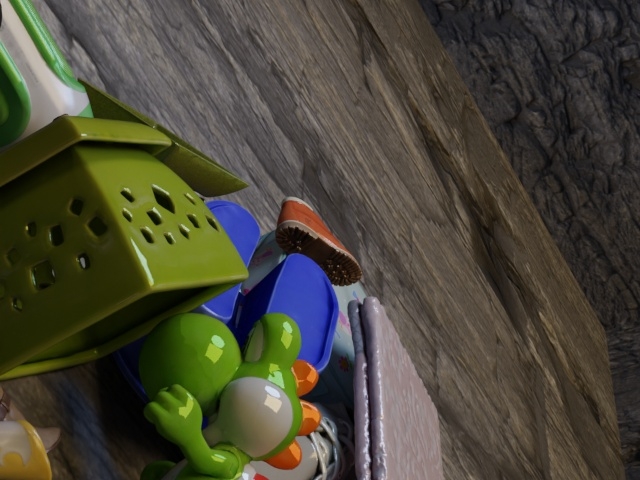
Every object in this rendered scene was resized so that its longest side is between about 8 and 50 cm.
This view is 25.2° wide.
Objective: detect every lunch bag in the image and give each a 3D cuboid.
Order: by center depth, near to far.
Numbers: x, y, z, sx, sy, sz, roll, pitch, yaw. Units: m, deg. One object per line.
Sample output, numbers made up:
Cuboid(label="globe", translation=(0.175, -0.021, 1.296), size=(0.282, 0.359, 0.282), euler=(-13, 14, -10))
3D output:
Cuboid(label="lunch bag", translation=(-0.018, 0.114, 2.081), size=(0.279, 0.108, 0.224), euler=(61, 28, -16))

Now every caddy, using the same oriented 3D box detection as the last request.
Cuboid(label="caddy", translation=(-0.121, 0.108, 1.720), size=(0.241, 0.179, 0.341), euler=(37, 24, -10))

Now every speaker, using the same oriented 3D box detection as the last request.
Cuboid(label="speaker", translation=(-0.359, -0.228, 1.516), size=(0.296, 0.131, 0.131), euler=(62, 22, -20))

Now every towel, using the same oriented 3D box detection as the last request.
Cuboid(label="towel", translation=(0.109, 0.288, 1.970), size=(0.332, 0.053, 0.317), euler=(61, 21, -47))

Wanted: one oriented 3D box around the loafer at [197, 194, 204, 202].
Cuboid(label="loafer", translation=(-0.208, -0.057, 1.801), size=(0.220, 0.080, 0.078), euler=(18, 54, -64))

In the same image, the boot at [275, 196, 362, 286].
Cuboid(label="boot", translation=(0.000, 0.000, 2.014), size=(0.158, 0.059, 0.085), euler=(40, 28, -31))

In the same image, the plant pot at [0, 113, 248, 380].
Cuboid(label="plant pot", translation=(-0.245, 0.000, 1.470), size=(0.207, 0.227, 0.228), euler=(65, 20, 7))

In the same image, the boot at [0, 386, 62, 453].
Cuboid(label="boot", translation=(-0.303, 0.179, 1.402), size=(0.087, 0.042, 0.118), euler=(64, 21, -9))

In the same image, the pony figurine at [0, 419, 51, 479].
Cuboid(label="pony figurine", translation=(-0.387, 0.090, 0.894), size=(0.363, 0.303, 0.351), euler=(-25, 111, -32))

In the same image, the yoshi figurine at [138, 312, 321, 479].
Cuboid(label="yoshi figurine", translation=(-0.143, 0.226, 1.475), size=(0.203, 0.203, 0.362), euler=(39, 62, -41))

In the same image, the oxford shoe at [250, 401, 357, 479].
Cuboid(label="oxford shoe", translation=(-0.026, 0.276, 1.859), size=(0.449, 0.130, 0.169), euler=(20, 53, -67))

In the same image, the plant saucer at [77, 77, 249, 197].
Cuboid(label="plant saucer", translation=(-0.207, -0.119, 1.808), size=(0.188, 0.045, 0.188), euler=(34, 3, 30))

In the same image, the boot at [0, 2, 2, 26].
Cuboid(label="boot", translation=(-0.386, -0.149, 1.184), size=(0.367, 0.146, 0.445), euler=(37, 19, -43))
